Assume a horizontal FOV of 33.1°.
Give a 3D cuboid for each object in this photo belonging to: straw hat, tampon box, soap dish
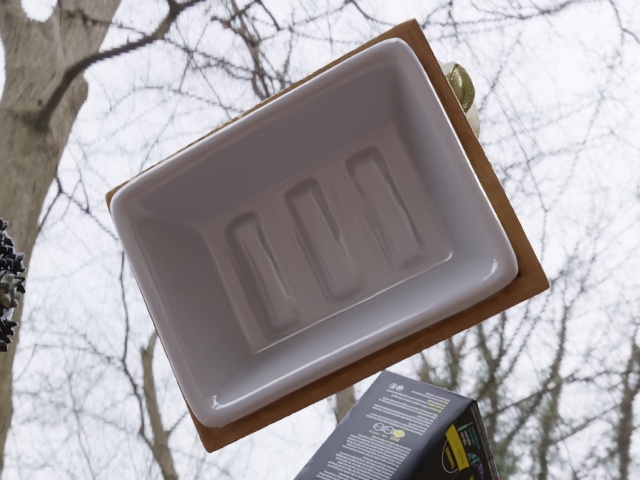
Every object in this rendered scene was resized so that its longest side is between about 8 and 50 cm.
[{"bbox_3d":[0.126,-0.146,1.099,0.144,0.144,0.061,23,-32,-20],"label":"straw hat"},{"bbox_3d":[0.066,0.219,0.944,0.161,0.101,0.120,-46,-48,-32],"label":"tampon box"},{"bbox_3d":[0.000,0.000,0.838,0.291,0.118,0.229,-28,-103,14],"label":"soap dish"}]

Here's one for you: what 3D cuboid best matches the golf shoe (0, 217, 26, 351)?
[{"bbox_3d":[-0.287,0.074,0.649,0.120,0.273,0.105,8,-49,24],"label":"golf shoe"}]
